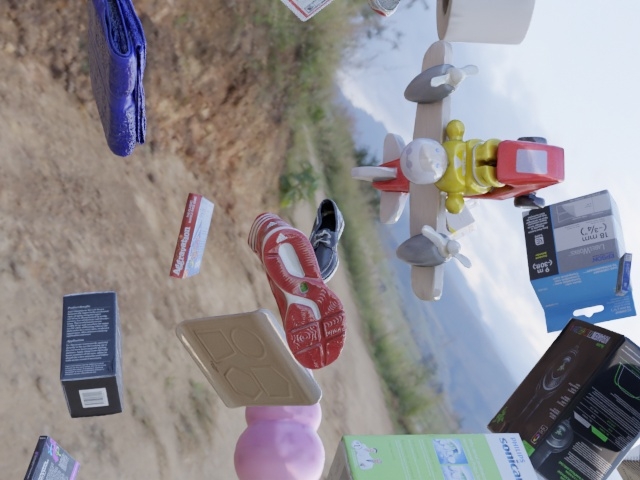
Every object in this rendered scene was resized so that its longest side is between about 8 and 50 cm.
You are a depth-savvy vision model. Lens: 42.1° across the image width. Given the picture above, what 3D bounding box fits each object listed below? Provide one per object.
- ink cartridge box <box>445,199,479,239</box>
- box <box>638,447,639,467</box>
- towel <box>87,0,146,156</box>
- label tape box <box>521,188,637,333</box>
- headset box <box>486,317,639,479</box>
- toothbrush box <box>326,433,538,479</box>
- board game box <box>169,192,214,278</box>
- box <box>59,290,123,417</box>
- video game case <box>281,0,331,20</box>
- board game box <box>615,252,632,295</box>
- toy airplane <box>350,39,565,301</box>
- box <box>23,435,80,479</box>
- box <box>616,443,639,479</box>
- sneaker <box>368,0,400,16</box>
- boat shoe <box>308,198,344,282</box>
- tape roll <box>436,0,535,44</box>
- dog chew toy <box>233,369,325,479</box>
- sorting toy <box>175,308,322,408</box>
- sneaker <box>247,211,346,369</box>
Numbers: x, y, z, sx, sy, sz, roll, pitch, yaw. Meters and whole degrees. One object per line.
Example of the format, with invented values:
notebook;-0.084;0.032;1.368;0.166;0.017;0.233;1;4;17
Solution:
ink cartridge box;0.367;-0.041;2.314;0.067;0.198;0.115;62;7;15
box;0.522;0.289;1.196;0.180;0.078;0.147;-22;114;-81
towel;-0.371;-0.325;1.527;0.308;0.076;0.227;114;-40;-58
label tape box;0.679;0.053;2.199;0.106;0.241;0.333;41;41;-46
headset box;0.437;0.294;1.438;0.131;0.283;0.246;38;0;-3
toothbrush box;0.154;0.395;1.234;0.122;0.283;0.206;-107;-154;-48
board game box;-0.231;-0.007;1.515;0.281;0.027;0.145;172;-70;-87
box;-0.461;0.230;1.687;0.153;0.108;0.207;98;-16;-49
video game case;0.006;-0.410;1.130;0.025;0.204;0.285;59;13;13
board game box;0.706;0.080;1.935;0.090;0.020;0.090;43;55;-75
toy airplane;0.217;-0.139;1.589;0.272;0.384;0.386;9;38;-56
box;-0.635;0.551;1.976;0.162;0.029;0.116;69;24;-47
box;0.775;0.520;1.866;0.113;0.094;0.275;61;-12;12
sneaker;0.162;-0.584;1.763;0.088;0.225;0.093;20;-5;-21
boat shoe;0.000;0.000;1.612;0.206;0.075;0.065;-74;157;-46
tape roll;0.342;-0.533;1.731;0.246;0.169;0.246;-177;-90;-90
dog chew toy;-0.088;0.419;1.915;0.206;0.207;0.331;56;32;-56
sorting toy;-0.117;0.195;1.368;0.193;0.208;0.038;59;41;-20
sneaker;-0.032;0.057;1.110;0.128;0.087;0.221;-125;-160;-60
